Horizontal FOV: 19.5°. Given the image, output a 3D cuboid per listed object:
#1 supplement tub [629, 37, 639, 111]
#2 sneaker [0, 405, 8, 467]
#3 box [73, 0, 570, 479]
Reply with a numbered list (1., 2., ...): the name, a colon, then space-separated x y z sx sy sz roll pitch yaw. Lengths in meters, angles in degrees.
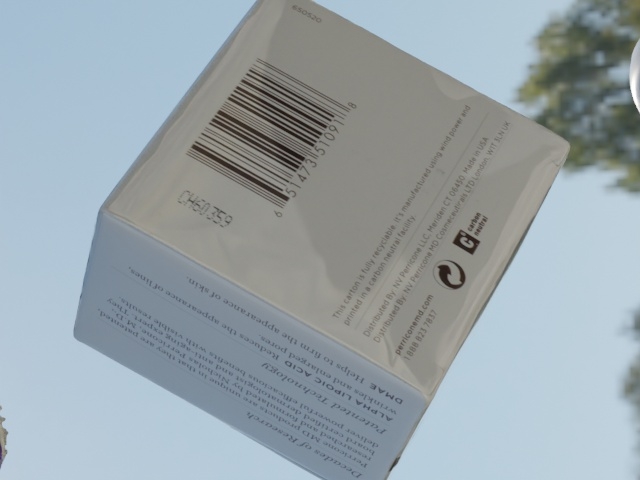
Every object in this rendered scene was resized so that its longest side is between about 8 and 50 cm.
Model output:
1. supplement tub: 0.299 -0.157 1.220 0.199 0.144 0.144 -63 -32 -28
2. sneaker: -0.391 0.109 1.514 0.293 0.102 0.146 45 -147 9
3. box: 0.000 0.000 0.937 0.181 0.182 0.119 -57 -6 -35
